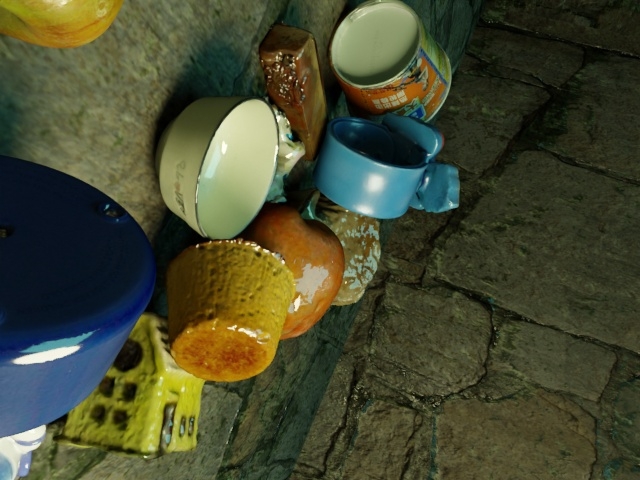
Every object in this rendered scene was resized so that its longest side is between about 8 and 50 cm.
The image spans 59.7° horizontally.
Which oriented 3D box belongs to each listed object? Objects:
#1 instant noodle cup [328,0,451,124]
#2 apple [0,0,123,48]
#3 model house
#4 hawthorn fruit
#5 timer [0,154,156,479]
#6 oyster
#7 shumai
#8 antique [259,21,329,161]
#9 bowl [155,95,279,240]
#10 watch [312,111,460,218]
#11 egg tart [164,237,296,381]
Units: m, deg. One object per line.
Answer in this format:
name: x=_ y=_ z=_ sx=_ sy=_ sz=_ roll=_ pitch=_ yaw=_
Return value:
instant noodle cup: x=0.159 y=-0.426 z=1.359 sx=0.214 sy=0.296 sz=0.297 roll=26 pitch=84 yaw=-65
apple: x=-0.247 y=-0.257 z=0.455 sx=0.182 sy=0.182 sz=0.155 roll=43 pitch=61 yaw=-72
model house: x=-0.290 y=0.221 z=0.911 sx=0.193 sy=0.174 sz=0.235 roll=52 pitch=40 yaw=-69
hawthorn fruit: x=-0.105 y=0.081 z=1.084 sx=0.277 sy=0.276 sz=0.298 roll=77 pitch=29 yaw=-61
timer: x=-0.341 y=0.137 z=0.547 sx=0.384 sy=0.270 sz=0.270 roll=-63 pitch=167 yaw=27
oyster: x=-0.103 y=-0.171 z=1.122 sx=0.259 sy=0.092 sz=0.198 roll=26 pitch=75 yaw=-69
shumai: x=0.000 y=0.000 z=1.305 sx=0.314 sy=0.266 sz=0.262 roll=71 pitch=14 yaw=12
antique: x=-0.049 y=-0.297 z=1.158 sx=0.093 sy=0.087 sz=0.310 roll=-61 pitch=162 yaw=-22
bowl: x=-0.175 y=-0.127 z=0.892 sx=0.238 sy=0.126 sz=0.238 roll=-57 pitch=159 yaw=-36
watch: x=0.141 y=-0.142 z=1.234 sx=0.274 sy=0.305 sz=0.242 roll=-8 pitch=129 yaw=-39
egg tart: x=-0.142 y=0.111 z=0.872 sx=0.171 sy=0.215 sz=0.215 roll=-94 pitch=-175 yaw=-46
